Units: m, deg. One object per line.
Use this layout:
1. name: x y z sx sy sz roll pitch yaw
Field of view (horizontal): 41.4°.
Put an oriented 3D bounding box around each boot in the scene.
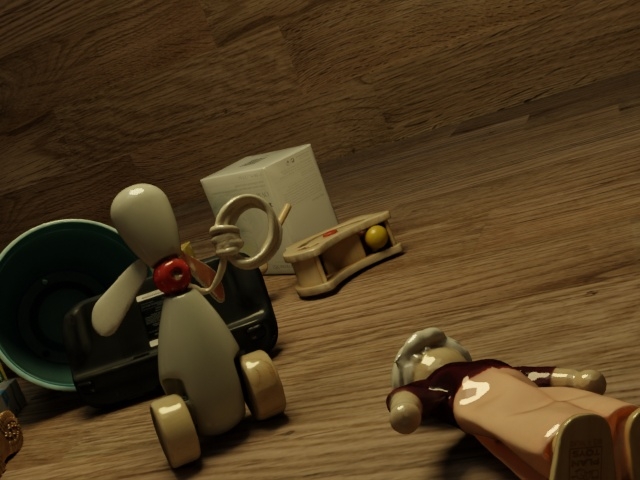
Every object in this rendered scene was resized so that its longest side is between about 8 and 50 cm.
1. boot: -0.478 0.295 1.192 0.085 0.059 0.158 -23 13 7

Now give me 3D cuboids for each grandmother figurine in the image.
1. grandmother figurine: 0.155 0.151 0.773 0.208 0.103 0.342 5 2 -18

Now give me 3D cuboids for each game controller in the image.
1. game controller: -0.227 0.132 1.254 0.319 0.166 0.067 -18 -15 4

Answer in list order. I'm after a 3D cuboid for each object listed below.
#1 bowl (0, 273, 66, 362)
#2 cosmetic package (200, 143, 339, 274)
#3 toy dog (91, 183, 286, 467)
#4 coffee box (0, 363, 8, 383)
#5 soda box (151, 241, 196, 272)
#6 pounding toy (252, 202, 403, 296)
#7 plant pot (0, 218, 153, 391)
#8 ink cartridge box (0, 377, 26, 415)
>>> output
1. bowl: -0.565 0.132 1.668 0.312 0.163 0.311 -28 -4 -2
2. cosmetic package: -0.096 -0.055 1.714 0.138 0.224 0.224 -32 17 -37
3. toy dog: -0.166 0.107 1.046 0.220 0.333 0.161 2 -13 -20
4. coffee box: -0.594 0.241 1.442 0.041 0.113 0.184 -20 7 2
5. soda box: -0.203 0.098 1.316 0.058 0.181 0.061 -19 11 7
6. pounding toy: 0.000 0.000 1.489 0.270 0.154 0.154 -23 8 -15
7. plant pot: -0.427 0.121 1.439 0.272 0.271 0.255 -25 -1 -23
8. ink cartridge box: -0.517 0.262 1.405 0.028 0.048 0.083 -19 13 5
